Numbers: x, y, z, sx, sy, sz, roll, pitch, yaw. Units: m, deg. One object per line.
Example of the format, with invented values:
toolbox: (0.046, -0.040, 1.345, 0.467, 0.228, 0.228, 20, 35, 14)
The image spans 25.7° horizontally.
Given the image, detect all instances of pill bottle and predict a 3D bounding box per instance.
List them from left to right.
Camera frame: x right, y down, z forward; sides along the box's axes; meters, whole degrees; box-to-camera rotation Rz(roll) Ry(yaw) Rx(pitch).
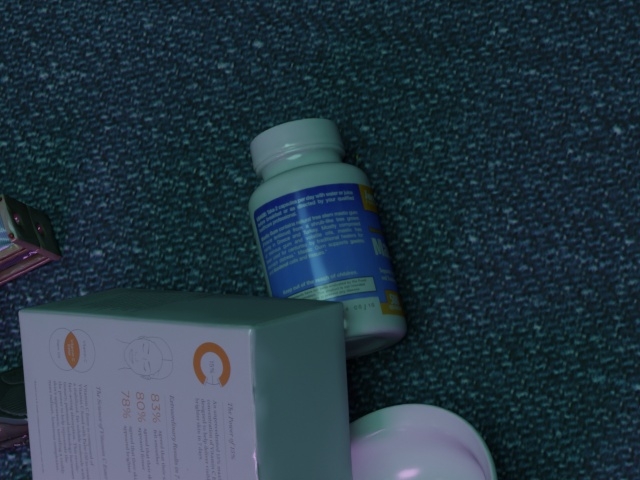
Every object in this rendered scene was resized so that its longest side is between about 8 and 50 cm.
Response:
pill bottle: (0.000, 0.000, 1.662, 0.152, 0.152, 0.272, -17, 75, 12)

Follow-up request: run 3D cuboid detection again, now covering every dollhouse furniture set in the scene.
dollhouse furniture set: (-0.444, -0.045, 1.808, 0.129, 0.129, 0.183, -25, 73, 9)

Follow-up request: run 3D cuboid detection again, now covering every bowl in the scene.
bowl: (0.094, 0.338, 1.543, 0.298, 0.134, 0.298, -26, 40, 24)

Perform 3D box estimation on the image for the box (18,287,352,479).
box: (-0.154, 0.175, 1.575, 0.345, 0.168, 0.215, 2, 99, 36)

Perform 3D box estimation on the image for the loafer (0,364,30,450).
loafer: (-0.395, 0.222, 1.775, 0.267, 0.084, 0.096, -14, 44, 9)
